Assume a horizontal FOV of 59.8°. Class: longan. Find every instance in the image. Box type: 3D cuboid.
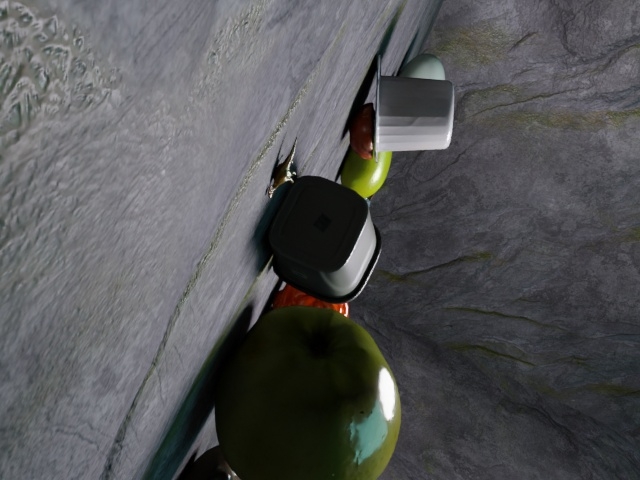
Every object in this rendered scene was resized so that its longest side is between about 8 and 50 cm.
[{"bbox_3d":[-0.277,0.706,1.519,0.300,0.243,0.301,-177,-90,-87],"label":"longan"}]

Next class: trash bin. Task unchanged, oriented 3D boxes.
[{"bbox_3d":[0.008,-0.003,1.152,0.250,0.219,0.219,74,39,-74],"label":"trash bin"}]

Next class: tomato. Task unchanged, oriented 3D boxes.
[{"bbox_3d":[0.112,-0.297,1.506,0.155,0.069,0.156,1,90,-84],"label":"tomato"}]

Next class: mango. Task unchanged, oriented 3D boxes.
[{"bbox_3d":[0.160,-0.268,1.839,0.185,0.149,0.273,-47,158,-69],"label":"mango"}]

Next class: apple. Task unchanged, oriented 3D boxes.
[{"bbox_3d":[-0.033,0.387,1.323,0.473,0.473,0.474,25,90,-86],"label":"apple"}]

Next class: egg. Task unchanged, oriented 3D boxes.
[{"bbox_3d":[0.404,-0.601,2.346,0.230,0.229,0.371,-59,168,-55],"label":"egg"}]

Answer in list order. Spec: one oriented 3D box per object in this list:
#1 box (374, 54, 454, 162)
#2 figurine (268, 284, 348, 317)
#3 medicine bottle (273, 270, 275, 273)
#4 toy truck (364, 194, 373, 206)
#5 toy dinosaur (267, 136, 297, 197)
[{"bbox_3d":[0.249,-0.362,1.494,0.263,0.206,0.291,-82,172,-47],"label":"box"},{"bbox_3d":[-0.056,0.297,1.709,0.306,0.241,0.412,-34,151,-25],"label":"figurine"},{"bbox_3d":[-0.034,-0.012,1.380,0.258,0.079,0.124,-62,176,-29],"label":"medicine bottle"},{"bbox_3d":[0.157,-0.224,2.170,0.305,0.136,0.162,115,-3,-49],"label":"toy truck"},{"bbox_3d":[-0.053,-0.114,0.876,0.113,0.026,0.041,-57,162,26],"label":"toy dinosaur"}]
